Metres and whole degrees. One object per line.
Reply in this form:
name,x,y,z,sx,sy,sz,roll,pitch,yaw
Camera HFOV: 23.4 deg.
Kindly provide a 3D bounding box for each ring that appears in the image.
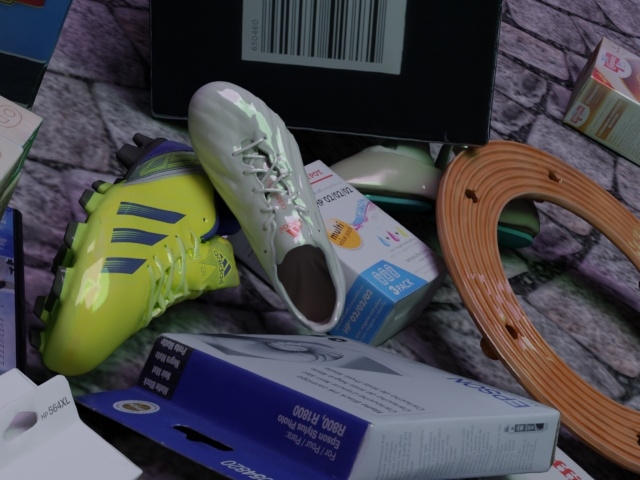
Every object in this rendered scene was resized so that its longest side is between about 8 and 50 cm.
ring,0.222,0.057,1.293,0.336,0.032,0.337,29,37,-25

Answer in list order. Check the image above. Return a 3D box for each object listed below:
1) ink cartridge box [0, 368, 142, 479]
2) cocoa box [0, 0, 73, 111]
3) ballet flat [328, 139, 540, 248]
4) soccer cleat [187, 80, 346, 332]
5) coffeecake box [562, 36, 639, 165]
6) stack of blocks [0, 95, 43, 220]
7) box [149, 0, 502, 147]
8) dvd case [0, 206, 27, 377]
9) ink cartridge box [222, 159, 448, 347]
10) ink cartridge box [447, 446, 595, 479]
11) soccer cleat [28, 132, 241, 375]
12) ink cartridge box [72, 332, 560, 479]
ink cartridge box,-0.164,0.142,0.769,0.090,0.143,0.092,37,30,12
cocoa box,-0.318,-0.264,1.174,0.231,0.228,0.347,15,33,-25
ballet flat,0.093,-0.052,1.353,0.248,0.086,0.086,13,33,-37
soccer cleat,-0.032,-0.024,1.097,0.196,0.068,0.076,62,2,-17
coffeecake box,0.379,-0.140,1.765,0.185,0.068,0.142,29,30,1
stack of blocks,-0.246,0.007,0.833,0.087,0.171,0.297,28,29,-5
box,0.024,-0.272,1.417,0.293,0.212,0.395,6,30,5
dvd case,-0.271,0.037,0.962,0.180,0.022,0.253,17,32,-23
ink cartridge box,0.000,0.000,1.217,0.181,0.061,0.104,39,30,15
ink cartridge box,0.120,0.216,0.965,0.148,0.086,0.203,42,32,21
soccer cleat,-0.112,0.010,1.060,0.121,0.093,0.289,27,25,-4
ink cartridge box,-0.005,0.102,0.970,0.224,0.045,0.223,1,9,-41
